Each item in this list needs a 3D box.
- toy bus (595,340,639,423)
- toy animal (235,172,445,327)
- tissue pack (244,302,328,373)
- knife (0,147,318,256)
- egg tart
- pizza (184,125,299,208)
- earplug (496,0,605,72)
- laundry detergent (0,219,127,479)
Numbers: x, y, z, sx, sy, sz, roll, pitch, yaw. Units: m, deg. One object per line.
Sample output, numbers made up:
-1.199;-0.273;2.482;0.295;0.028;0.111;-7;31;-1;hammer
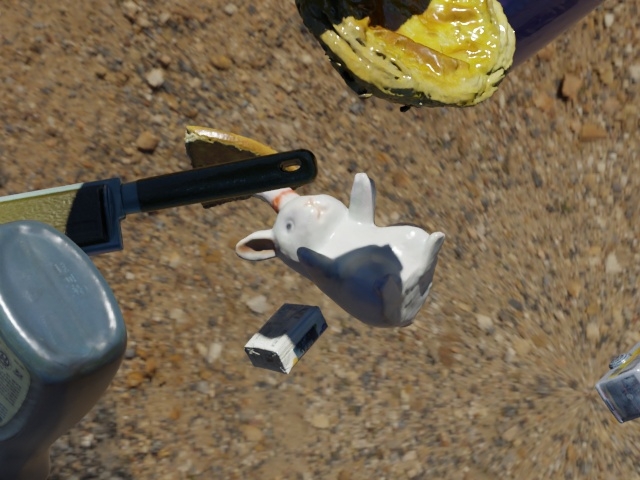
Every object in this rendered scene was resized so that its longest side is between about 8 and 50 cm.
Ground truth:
0.393;0.132;1.245;0.190;0.075;0.064;-34;91;-37;toy bus
0.007;-0.004;1.337;0.282;0.138;0.140;34;59;16;toy animal
-0.040;0.112;1.271;0.062;0.042;0.083;5;40;43;tissue pack
-0.170;-0.020;0.853;0.343;0.027;0.061;-9;70;0;knife
0.040;-0.115;0.589;0.130;0.052;0.130;12;58;-20;egg tart
-0.118;-0.092;1.562;0.185;0.176;0.036;16;57;-12;pizza
0.276;-0.346;1.112;0.456;0.215;0.215;-31;75;35;earplug
-0.170;0.079;0.588;0.096;0.061;0.206;51;137;12;laundry detergent
